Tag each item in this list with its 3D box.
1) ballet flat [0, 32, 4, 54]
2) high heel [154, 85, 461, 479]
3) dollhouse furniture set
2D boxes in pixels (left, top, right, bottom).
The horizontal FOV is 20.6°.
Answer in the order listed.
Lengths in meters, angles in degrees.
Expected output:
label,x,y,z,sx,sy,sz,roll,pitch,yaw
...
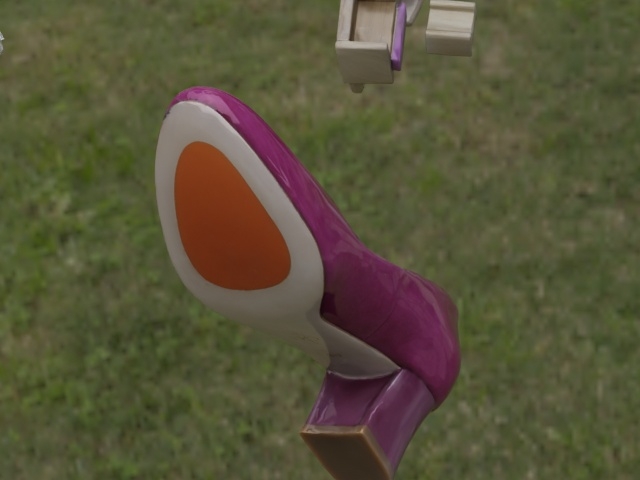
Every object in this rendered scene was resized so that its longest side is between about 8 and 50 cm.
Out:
label,x,y,z,sx,sy,sz,roll,pitch,yaw
ballet flat,-0.483,-0.408,2.237,0.147,0.409,0.147,-8,22,3
high heel,0.000,0.000,1.265,0.127,0.377,0.181,4,47,28
dollhouse furniture set,0.187,-0.260,1.671,0.303,0.198,0.286,3,71,9
